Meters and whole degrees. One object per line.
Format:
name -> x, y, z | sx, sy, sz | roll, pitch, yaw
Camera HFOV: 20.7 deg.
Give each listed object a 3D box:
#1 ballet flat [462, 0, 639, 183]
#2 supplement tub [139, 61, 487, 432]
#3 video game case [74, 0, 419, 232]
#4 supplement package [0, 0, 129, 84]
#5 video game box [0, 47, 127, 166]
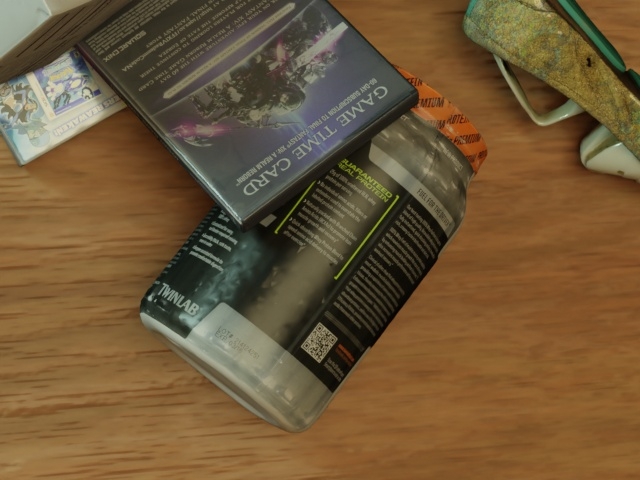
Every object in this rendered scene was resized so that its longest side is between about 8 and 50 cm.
ballet flat -> 0.271, -0.133, 1.703 | 0.348, 0.123, 0.123 | 41, 79, -22
supplement tub -> 0.000, 0.000, 1.586 | 0.193, 0.193, 0.316 | 40, 80, -11
video game case -> -0.075, -0.159, 1.538 | 0.196, 0.026, 0.274 | -37, 68, -13
supplement package -> -0.283, -0.277, 1.446 | 0.145, 0.204, 0.262 | -32, 93, -44
video game box -> -0.233, -0.197, 1.603 | 0.205, 0.048, 0.187 | -31, 94, -13
